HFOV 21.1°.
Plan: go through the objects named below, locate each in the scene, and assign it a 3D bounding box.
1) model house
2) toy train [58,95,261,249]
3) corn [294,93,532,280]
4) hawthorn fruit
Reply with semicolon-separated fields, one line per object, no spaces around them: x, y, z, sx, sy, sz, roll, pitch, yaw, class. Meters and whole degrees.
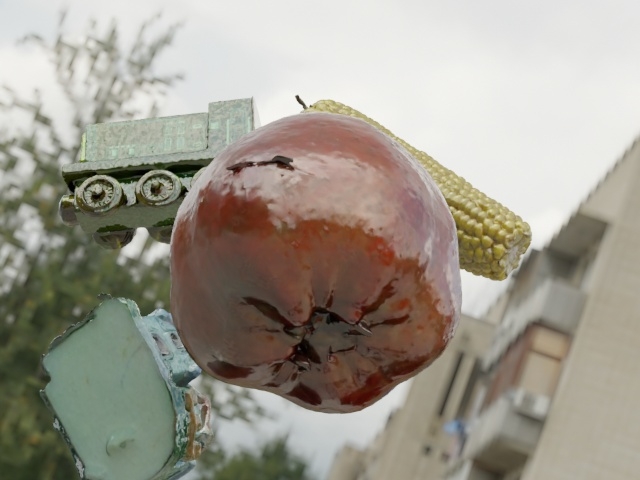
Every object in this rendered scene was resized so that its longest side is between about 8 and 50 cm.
-0.134;0.125;1.419;0.148;0.119;0.148;58;25;14;model house
-0.163;-0.071;1.808;0.225;0.137;0.090;-5;-33;5;toy train
0.085;-0.054;1.854;0.310;0.101;0.101;34;-10;20;corn
0.000;0.000;1.055;0.185;0.202;0.185;2;-54;3;hawthorn fruit
